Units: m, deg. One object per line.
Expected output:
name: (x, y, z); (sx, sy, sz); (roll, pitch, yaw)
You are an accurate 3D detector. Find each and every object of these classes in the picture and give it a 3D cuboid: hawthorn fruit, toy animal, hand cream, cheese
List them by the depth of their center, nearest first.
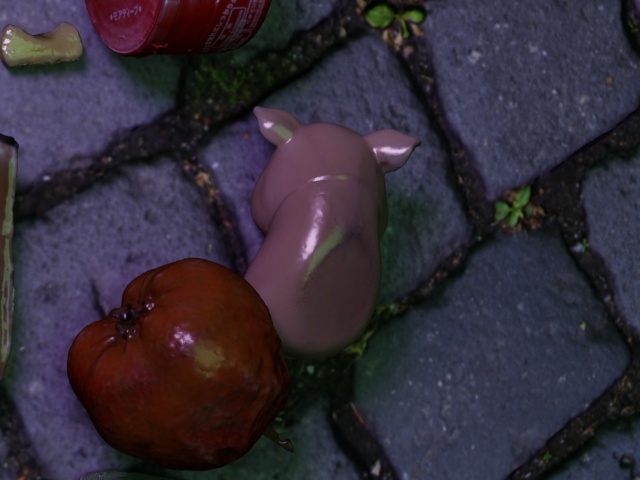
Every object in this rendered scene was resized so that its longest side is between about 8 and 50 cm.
hand cream: (-0.139, -0.272, 1.626); (0.125, 0.193, 0.193); (-5, 94, -35)
cheese: (-0.271, -0.191, 1.634); (0.083, 0.030, 0.044); (-10, 103, -27)
hawthorn fruit: (-0.113, 0.141, 1.651); (0.243, 0.207, 0.207); (43, 69, -29)
toy animal: (-0.007, -0.002, 1.739); (0.166, 0.154, 0.250); (10, 83, -25)

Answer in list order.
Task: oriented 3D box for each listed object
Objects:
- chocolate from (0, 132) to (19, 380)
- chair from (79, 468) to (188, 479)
chocolate: (-0.362, 0.026, 1.551); (0.161, 0.083, 0.261); (5, 89, -50)
chair: (-0.163, 0.396, 1.633); (0.160, 0.186, 0.319); (12, 87, -27)
